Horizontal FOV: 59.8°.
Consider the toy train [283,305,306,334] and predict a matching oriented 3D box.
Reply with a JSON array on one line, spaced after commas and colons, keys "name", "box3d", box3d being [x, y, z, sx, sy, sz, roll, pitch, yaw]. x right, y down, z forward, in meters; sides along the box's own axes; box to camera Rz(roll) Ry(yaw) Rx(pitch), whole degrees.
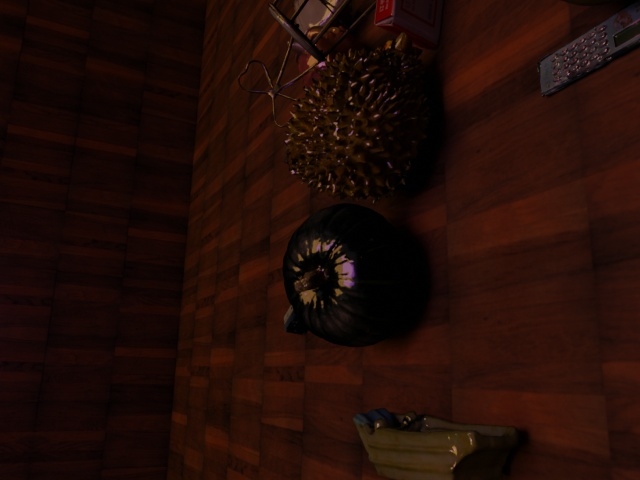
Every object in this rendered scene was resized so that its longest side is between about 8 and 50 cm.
[{"name": "toy train", "box3d": [-0.015, 0.119, 1.209, 0.051, 0.052, 0.234, -102, 32, -44]}]

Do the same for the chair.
[{"name": "chair", "box3d": [-0.036, -0.380, 1.028, 0.325, 0.160, 0.170, -46, -7, 15]}]

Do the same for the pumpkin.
[{"name": "pumpkin", "box3d": [0.040, 0.061, 0.936, 0.250, 0.216, 0.249, 6, 99, 40]}]

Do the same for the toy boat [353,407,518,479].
[{"name": "toy boat", "box3d": [0.146, 0.285, 0.766, 0.276, 0.111, 0.084, -22, 69, 59]}]

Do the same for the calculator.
[{"name": "calculator", "box3d": [0.329, -0.232, 0.660, 0.172, 0.018, 0.057, -25, 62, 58]}]

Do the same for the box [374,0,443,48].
[{"name": "box", "box3d": [0.159, -0.452, 0.948, 0.050, 0.123, 0.229, 2, 83, 54]}]

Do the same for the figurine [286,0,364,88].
[{"name": "figurine", "box3d": [0.007, -0.401, 1.191, 0.207, 0.166, 0.386, 128, 143, -49]}]

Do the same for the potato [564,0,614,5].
[{"name": "potato", "box3d": [0.321, -0.344, 0.556, 0.228, 0.149, 0.197, -56, 49, 54]}]

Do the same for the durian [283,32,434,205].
[{"name": "durian", "box3d": [0.069, -0.202, 0.946, 0.258, 0.258, 0.292, -24, 46, 60]}]
